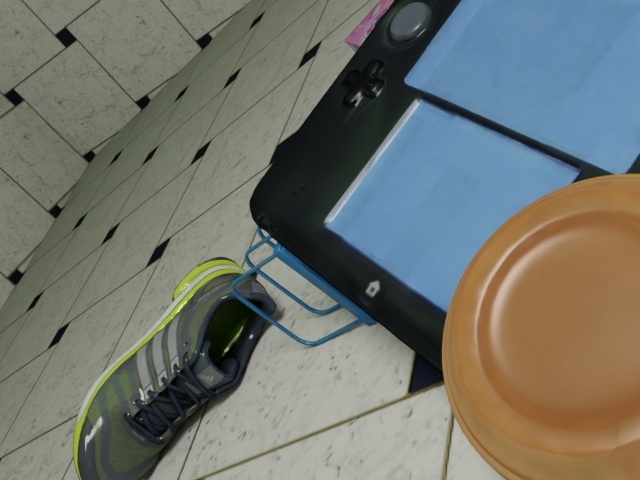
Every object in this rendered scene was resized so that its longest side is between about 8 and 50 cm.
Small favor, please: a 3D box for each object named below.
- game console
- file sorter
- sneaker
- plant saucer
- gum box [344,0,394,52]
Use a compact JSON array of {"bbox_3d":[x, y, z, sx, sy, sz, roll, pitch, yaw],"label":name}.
[{"bbox_3d":[0.139,-0.081,0.630,0.342,0.060,0.386,-50,42,-3],"label":"game console"},{"bbox_3d":[0.000,0.000,0.850,0.104,0.118,0.170,-32,28,44],"label":"file sorter"},{"bbox_3d":[-0.159,0.149,0.932,0.300,0.111,0.121,-57,27,-13],"label":"sneaker"},{"bbox_3d":[0.152,0.048,0.480,0.200,0.037,0.200,-21,52,30],"label":"plant saucer"},{"bbox_3d":[0.109,-0.290,1.182,0.107,0.062,0.188,-48,22,4],"label":"gum box"}]
